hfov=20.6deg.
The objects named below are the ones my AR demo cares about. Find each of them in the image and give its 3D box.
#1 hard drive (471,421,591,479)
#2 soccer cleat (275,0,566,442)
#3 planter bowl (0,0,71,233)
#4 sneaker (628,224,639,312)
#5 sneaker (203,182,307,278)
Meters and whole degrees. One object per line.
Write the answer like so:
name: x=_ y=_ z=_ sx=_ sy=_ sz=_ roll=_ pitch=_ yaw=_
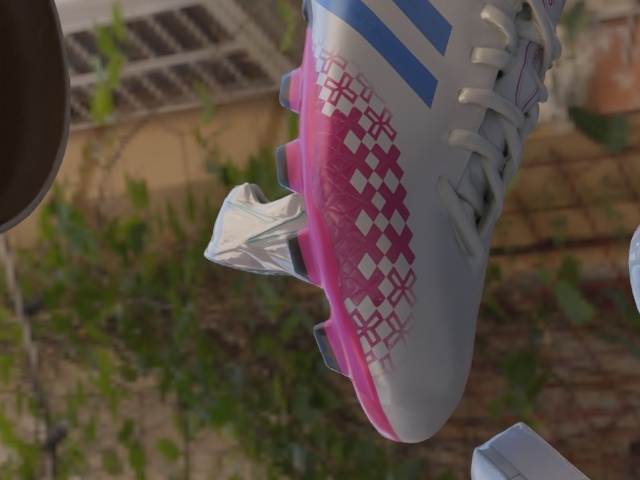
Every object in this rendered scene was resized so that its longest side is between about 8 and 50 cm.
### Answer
hard drive: x=0.178 y=0.229 z=0.741 sx=0.040 sy=0.307 sz=0.203 roll=-29 pitch=-55 yaw=-15
soccer cleat: x=0.056 y=-0.074 z=0.827 sx=0.116 sy=0.143 sz=0.331 roll=50 pitch=-149 yaw=-62
planter bowl: x=-0.166 y=-0.057 z=0.512 sx=0.162 sy=0.109 sz=0.162 roll=43 pitch=-145 yaw=-40
sneaker: x=0.335 y=0.059 z=0.938 sx=0.366 sy=0.150 sz=0.135 roll=19 pitch=-120 yaw=-36
sneaker: x=0.000 y=0.000 z=1.122 sx=0.054 sy=0.152 sz=0.061 roll=23 pitch=-99 yaw=-71
